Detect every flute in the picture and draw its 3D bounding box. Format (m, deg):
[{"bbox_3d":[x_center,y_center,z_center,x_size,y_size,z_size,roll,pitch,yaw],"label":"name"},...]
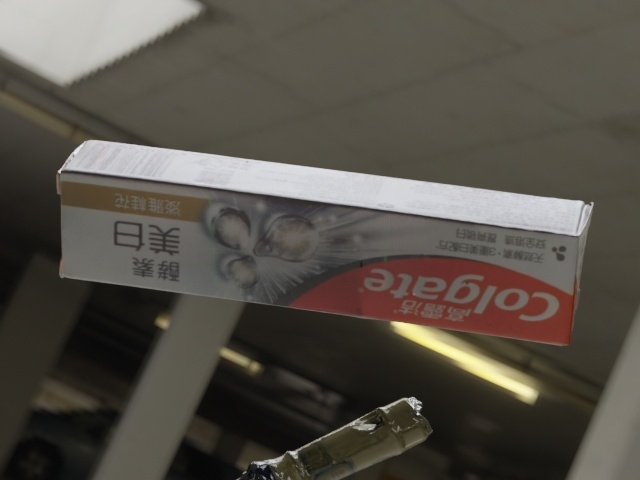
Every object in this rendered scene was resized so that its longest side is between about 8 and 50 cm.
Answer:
[{"bbox_3d":[-0.060,0.121,0.742,0.027,0.233,0.027,156,-90,-81],"label":"flute"}]

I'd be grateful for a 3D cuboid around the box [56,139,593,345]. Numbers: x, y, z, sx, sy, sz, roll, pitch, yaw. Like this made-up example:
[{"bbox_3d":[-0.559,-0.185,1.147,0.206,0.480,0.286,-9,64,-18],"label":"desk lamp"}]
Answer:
[{"bbox_3d":[0.000,0.000,0.749,0.218,0.055,0.039,8,26,8],"label":"box"}]
